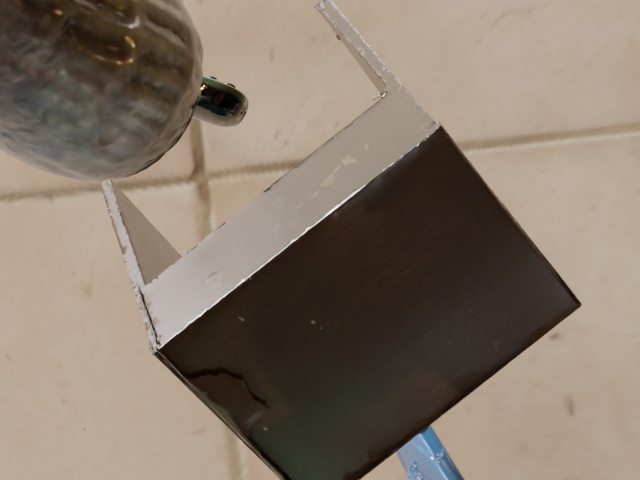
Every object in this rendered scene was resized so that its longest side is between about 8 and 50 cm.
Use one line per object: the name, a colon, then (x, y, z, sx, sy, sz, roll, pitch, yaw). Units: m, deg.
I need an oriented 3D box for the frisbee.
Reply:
frisbee: (0.099, 0.202, 1.273, 0.045, 0.242, 0.242, -32, 89, 1)

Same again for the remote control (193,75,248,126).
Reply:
remote control: (-0.168, -0.133, 1.219, 0.222, 0.072, 0.042, 13, 83, 3)

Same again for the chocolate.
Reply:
chocolate: (-0.096, -0.064, 0.402, 0.072, 0.167, 0.072, -12, 67, 31)

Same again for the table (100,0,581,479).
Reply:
table: (0.000, 0.000, 1.138, 0.251, 0.282, 0.196, -40, 121, 4)
